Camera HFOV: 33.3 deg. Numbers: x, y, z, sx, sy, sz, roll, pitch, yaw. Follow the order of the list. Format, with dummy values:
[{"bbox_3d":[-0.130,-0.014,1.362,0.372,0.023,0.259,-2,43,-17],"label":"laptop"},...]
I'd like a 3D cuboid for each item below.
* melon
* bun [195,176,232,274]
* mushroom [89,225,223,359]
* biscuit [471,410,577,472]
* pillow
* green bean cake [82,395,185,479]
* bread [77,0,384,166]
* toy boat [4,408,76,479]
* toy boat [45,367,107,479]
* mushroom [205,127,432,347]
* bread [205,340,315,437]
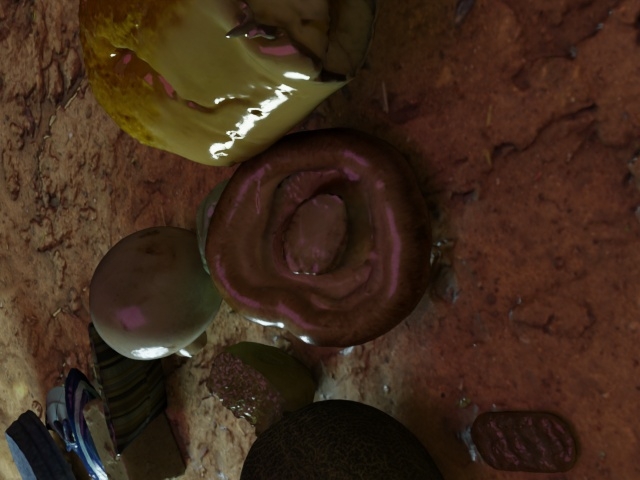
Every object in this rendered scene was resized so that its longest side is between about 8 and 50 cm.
[{"bbox_3d":[0.043,0.346,1.287,0.329,0.249,0.248,55,137,10],"label":"melon"},{"bbox_3d":[-0.089,0.005,1.415,0.195,0.118,0.195,15,112,42],"label":"bun"},{"bbox_3d":[-0.227,0.094,1.577,0.207,0.207,0.215,30,159,39],"label":"mushroom"},{"bbox_3d":[0.228,0.227,1.204,0.147,0.018,0.071,-11,96,51],"label":"biscuit"},{"bbox_3d":[-0.298,0.202,1.676,0.052,0.208,0.212,-7,101,12],"label":"pillow"},{"bbox_3d":[-0.312,0.334,1.789,0.085,0.109,0.179,-28,81,50],"label":"green bean cake"},{"bbox_3d":[-0.126,-0.280,1.185,0.394,0.250,0.360,-27,54,50],"label":"bread"},{"bbox_3d":[-0.527,0.467,2.088,0.282,0.078,0.127,62,150,1],"label":"toy boat"},{"bbox_3d":[-0.452,0.360,1.998,0.291,0.070,0.210,-38,73,55],"label":"toy boat"},{"bbox_3d":[0.000,0.000,1.256,0.278,0.146,0.278,0,89,15],"label":"mushroom"},{"bbox_3d":[-0.069,0.203,1.458,0.156,0.125,0.086,34,118,35],"label":"bread"}]
